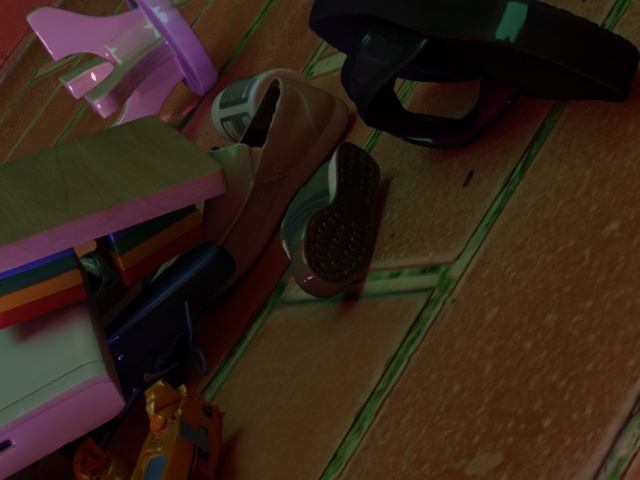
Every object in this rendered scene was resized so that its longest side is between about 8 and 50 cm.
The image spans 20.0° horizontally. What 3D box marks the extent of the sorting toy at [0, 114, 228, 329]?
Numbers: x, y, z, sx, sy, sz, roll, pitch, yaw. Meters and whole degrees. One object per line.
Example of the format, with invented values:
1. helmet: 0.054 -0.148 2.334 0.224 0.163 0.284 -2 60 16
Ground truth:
1. sorting toy: -0.234 -0.017 1.735 0.255 0.089 0.257 -20 21 -14

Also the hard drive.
1. hard drive: -0.307 0.127 1.665 0.233 0.047 0.353 -29 21 -3

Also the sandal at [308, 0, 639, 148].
1. sandal: 0.093 -0.135 1.474 0.107 0.168 0.446 -70 19 -1

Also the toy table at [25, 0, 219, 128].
1. toy table: -0.248 -0.230 2.363 0.161 0.252 0.274 -35 8 -7

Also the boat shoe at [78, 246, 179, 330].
1. boat shoe: -0.228 0.049 1.958 0.103 0.092 0.285 -25 31 53

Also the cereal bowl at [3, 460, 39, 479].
1. cereal bowl: -0.393 0.287 1.802 0.339 0.141 0.339 -41 20 18

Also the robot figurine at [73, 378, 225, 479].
1. robot figurine: -0.164 0.252 1.431 0.211 0.085 0.291 -40 21 31

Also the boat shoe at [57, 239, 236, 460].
1. boat shoe: -0.161 0.107 1.710 0.258 0.089 0.109 -44 10 21

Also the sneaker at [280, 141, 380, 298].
1. sneaker: 0.000 0.000 1.579 0.086 0.064 0.192 -47 17 36

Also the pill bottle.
1. pill bottle: -0.065 -0.142 1.967 0.078 0.078 0.137 -56 19 -15

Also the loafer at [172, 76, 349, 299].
1. loafer: -0.080 -0.052 1.807 0.268 0.092 0.102 -55 19 -13
